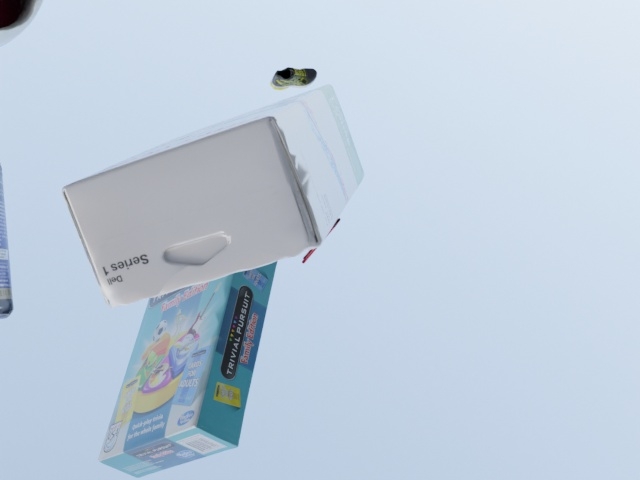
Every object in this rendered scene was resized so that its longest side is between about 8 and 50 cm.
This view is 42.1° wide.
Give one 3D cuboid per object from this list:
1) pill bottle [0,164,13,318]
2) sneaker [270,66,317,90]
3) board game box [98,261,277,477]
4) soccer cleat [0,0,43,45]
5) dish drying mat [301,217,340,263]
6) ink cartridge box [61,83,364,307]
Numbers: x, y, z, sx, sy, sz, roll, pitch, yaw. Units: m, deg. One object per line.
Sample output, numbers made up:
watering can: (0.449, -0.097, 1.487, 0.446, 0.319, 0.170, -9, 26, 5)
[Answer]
pill bottle: (-0.381, -0.026, 0.836, 0.122, 0.123, 0.219, -4, -94, -21)
sneaker: (-0.041, -0.270, 1.371, 0.083, 0.035, 0.031, -19, -109, -20)
board game box: (-0.198, 0.169, 1.269, 0.079, 0.253, 0.336, 34, -132, -30)
soccer cleat: (-0.458, -0.238, 0.957, 0.331, 0.143, 0.116, -49, -64, -35)
dish drying mat: (0.000, 0.000, 1.233, 0.008, 0.083, 0.032, 40, -149, -1)
ink cartridge box: (-0.084, -0.055, 0.799, 0.278, 0.201, 0.117, -56, -52, -71)
